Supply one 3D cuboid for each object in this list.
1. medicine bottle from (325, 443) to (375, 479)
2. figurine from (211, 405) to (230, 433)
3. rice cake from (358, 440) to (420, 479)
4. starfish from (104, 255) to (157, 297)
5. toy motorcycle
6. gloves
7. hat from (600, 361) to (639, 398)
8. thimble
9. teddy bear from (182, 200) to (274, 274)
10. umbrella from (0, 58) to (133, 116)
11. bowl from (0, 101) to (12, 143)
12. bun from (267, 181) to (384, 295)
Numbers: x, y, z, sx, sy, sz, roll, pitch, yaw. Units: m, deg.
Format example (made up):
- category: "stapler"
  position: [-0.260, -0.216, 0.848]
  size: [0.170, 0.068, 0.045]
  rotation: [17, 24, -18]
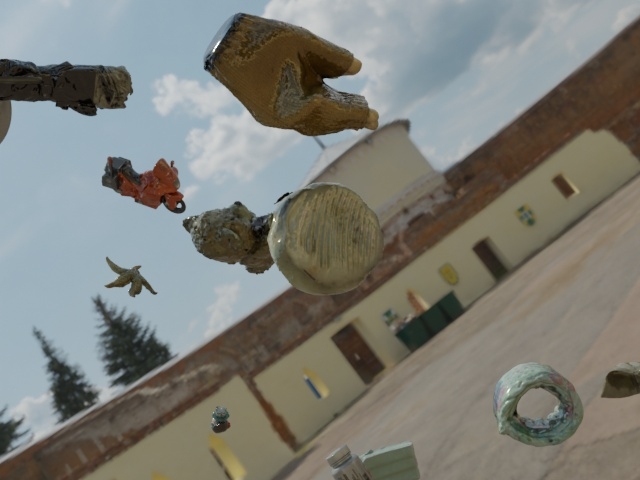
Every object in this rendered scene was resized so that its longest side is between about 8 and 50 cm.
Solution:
- category: "medicine bottle"
  position: [0.076, 0.564, 1.778]
  size: [0.079, 0.140, 0.079]
  rotation: [-35, -9, -6]
- category: "figurine"
  position: [-0.290, 0.525, 2.183]
  size: [0.059, 0.047, 0.106]
  rotation: [-16, -40, -25]
- category: "rice cake"
  position: [0.165, 0.661, 2.129]
  size: [0.237, 0.127, 0.043]
  rotation: [-18, 9, -1]
- category: "starfish"
  position: [-0.571, 0.105, 2.199]
  size: [0.053, 0.175, 0.208]
  rotation: [-56, -5, 11]
- category: "toy motorcycle"
  position: [-0.628, -0.213, 2.650]
  size: [0.221, 0.325, 0.148]
  rotation: [100, -168, -45]
- category: "gloves"
  position: [-0.046, -0.300, 1.415]
  size: [0.155, 0.356, 0.203]
  rotation: [126, 168, -61]
- category: "hat"
  position: [0.711, 0.295, 1.604]
  size: [0.173, 0.166, 0.144]
  rotation: [-39, -48, -46]
- category: "thimble"
  position: [0.523, 0.405, 1.824]
  size: [0.210, 0.185, 0.149]
  rotation: [-27, 0, 6]
- category: "teddy bear"
  position: [-0.191, -0.012, 1.748]
  size: [0.256, 0.267, 0.156]
  rotation: [20, -97, -49]
- category: "umbrella"
  position: [-0.576, -0.327, 1.582]
  size: [0.357, 0.106, 0.113]
  rotation: [-5, -62, -38]
- category: "bowl"
  position: [-0.873, -0.297, 1.623]
  size: [0.345, 0.345, 0.157]
  rotation: [-42, 19, 27]
- category: "bun"
  position: [0.000, 0.000, 1.481]
  size: [0.239, 0.239, 0.141]
  rotation: [-32, -6, -31]
